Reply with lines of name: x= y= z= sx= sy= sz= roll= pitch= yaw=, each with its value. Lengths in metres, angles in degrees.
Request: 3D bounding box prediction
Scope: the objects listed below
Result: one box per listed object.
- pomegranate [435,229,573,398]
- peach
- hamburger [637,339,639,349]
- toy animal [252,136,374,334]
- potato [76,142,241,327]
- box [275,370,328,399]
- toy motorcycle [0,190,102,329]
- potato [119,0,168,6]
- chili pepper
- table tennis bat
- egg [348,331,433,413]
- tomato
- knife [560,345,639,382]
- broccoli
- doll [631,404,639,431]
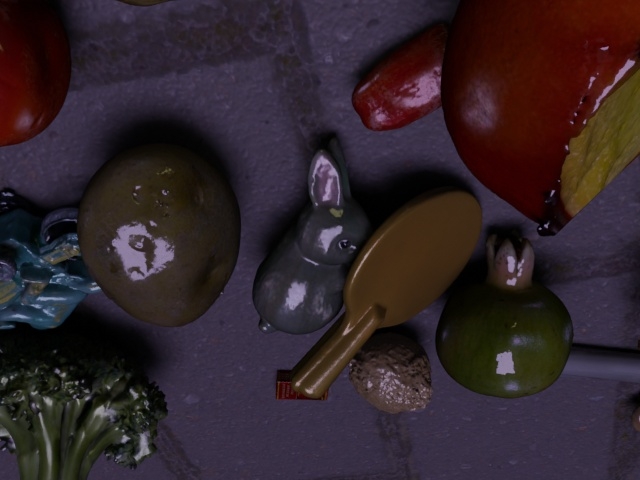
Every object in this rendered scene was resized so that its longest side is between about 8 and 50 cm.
pomegranate: x=0.236 y=0.106 z=1.076 sx=0.180 sy=0.179 sz=0.210 roll=-4 pitch=137 yaw=2
peach: x=0.214 y=-0.192 z=0.701 sx=0.258 sy=0.201 sz=0.361 roll=-36 pitch=154 yaw=-26
hamburger: x=0.564 y=0.091 z=1.018 sx=0.287 sy=0.268 sz=0.445 roll=20 pitch=135 yaw=-17
toy animal: x=0.001 y=0.002 z=0.995 sx=0.126 sy=0.127 sz=0.251 roll=12 pitch=132 yaw=-11
potato: x=-0.176 y=-0.003 z=0.943 sx=0.178 sy=0.160 sz=0.235 roll=-7 pitch=125 yaw=-9
box: x=-0.028 y=0.225 z=1.309 sx=0.082 sy=0.023 sz=0.051 roll=2 pitch=139 yaw=-4
toy motorcycle: x=-0.367 y=0.047 z=1.043 sx=0.297 sy=0.109 sz=0.198 roll=-18 pitch=138 yaw=18
potato: x=-0.117 y=-0.290 z=0.649 sx=0.197 sy=0.148 sz=0.228 roll=-2 pitch=141 yaw=-20
chili pepper: x=0.094 y=-0.158 z=0.863 sx=0.123 sy=0.070 sz=0.073 roll=-30 pitch=147 yaw=25
table tennis bat: x=0.078 y=0.067 z=1.020 sx=0.321 sy=0.050 sz=0.198 roll=-49 pitch=145 yaw=7
egg: x=0.102 y=0.191 z=1.207 sx=0.116 sy=0.118 sz=0.140 roll=-41 pitch=136 yaw=14
tomato: x=-0.320 y=-0.166 z=0.763 sx=0.187 sy=0.187 sz=0.151 roll=14 pitch=123 yaw=-17
knife: x=0.396 y=0.190 z=1.277 sx=0.266 sy=0.040 sz=0.073 roll=4 pitch=148 yaw=-7
broccoli: x=-0.364 y=0.242 z=1.177 sx=0.288 sy=0.235 sz=0.259 roll=1 pitch=104 yaw=9
doll: x=0.670 y=0.290 z=1.311 sx=0.330 sy=0.174 sz=0.235 roll=-32 pitch=99 yaw=26
